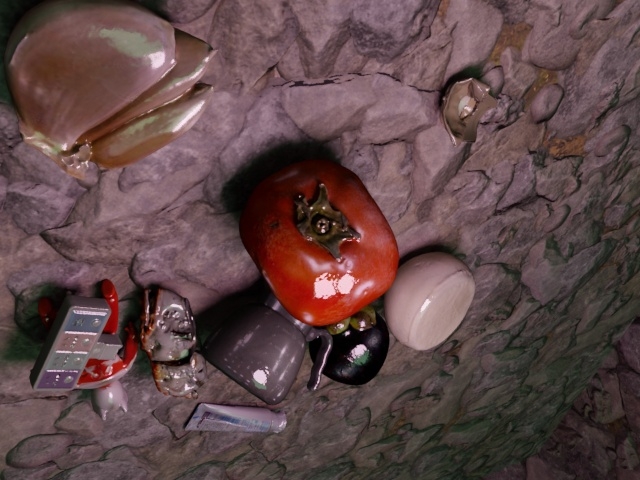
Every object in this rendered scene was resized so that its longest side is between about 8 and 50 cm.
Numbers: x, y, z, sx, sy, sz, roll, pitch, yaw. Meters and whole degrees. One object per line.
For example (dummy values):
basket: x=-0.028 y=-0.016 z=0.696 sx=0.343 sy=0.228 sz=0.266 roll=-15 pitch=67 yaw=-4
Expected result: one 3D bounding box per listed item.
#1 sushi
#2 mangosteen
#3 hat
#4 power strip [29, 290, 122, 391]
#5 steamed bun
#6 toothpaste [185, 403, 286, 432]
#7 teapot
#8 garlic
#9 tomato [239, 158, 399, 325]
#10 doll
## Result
sushi: x=-0.332 y=0.236 z=1.433 sx=0.130 sy=0.124 sz=0.332 roll=-2 pitch=134 yaw=-5
mangosteen: x=0.069 y=0.258 z=1.676 sx=0.243 sy=0.243 sz=0.243 roll=-19 pitch=138 yaw=-18
hat: x=0.321 y=-0.284 z=1.415 sx=0.147 sy=0.085 sz=0.175 roll=-61 pitch=157 yaw=14
power strip: x=-0.479 y=0.208 z=1.272 sx=0.145 sy=0.061 sz=0.216 roll=15 pitch=114 yaw=-43
steamed bun: x=0.282 y=0.151 z=1.725 sx=0.283 sy=0.177 sz=0.283 roll=-28 pitch=137 yaw=-29
toothpaste: x=-0.241 y=0.521 z=1.844 sx=0.299 sy=0.073 sz=0.114 roll=14 pitch=122 yaw=-34
teapot: x=-0.081 y=0.232 z=1.472 sx=0.305 sy=0.223 sz=0.285 roll=37 pitch=74 yaw=-8
garlic: x=-0.326 y=-0.243 z=0.954 sx=0.325 sy=0.132 sz=0.279 roll=-38 pitch=141 yaw=9
tomato: x=0.000 y=0.000 z=1.282 sx=0.293 sy=0.325 sz=0.290 roll=-37 pitch=168 yaw=-12
doll: x=-0.489 y=0.256 z=1.386 sx=0.188 sy=0.099 sz=0.384 roll=-14 pitch=130 yaw=-21
